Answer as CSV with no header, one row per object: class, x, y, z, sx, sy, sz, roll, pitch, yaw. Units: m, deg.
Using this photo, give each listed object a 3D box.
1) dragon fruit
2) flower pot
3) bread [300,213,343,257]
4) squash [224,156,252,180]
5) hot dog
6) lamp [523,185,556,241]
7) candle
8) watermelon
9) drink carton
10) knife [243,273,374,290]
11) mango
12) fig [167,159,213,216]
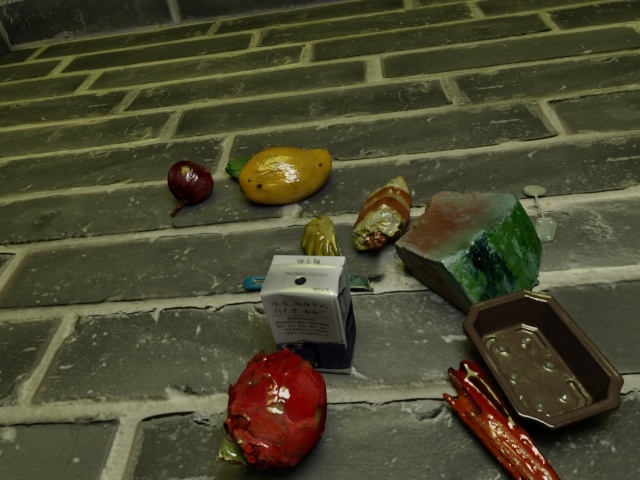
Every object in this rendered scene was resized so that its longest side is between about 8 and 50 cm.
dragon fruit,-0.071,0.268,0.782,0.172,0.172,0.210,8,47,20
flower pot,0.361,0.208,0.822,0.178,0.084,0.251,-16,41,-5
bread,0.000,0.000,1.139,0.094,0.083,0.157,-15,41,14
squash,-0.171,-0.208,1.404,0.218,0.068,0.078,1,63,12
hot dog,0.152,-0.056,1.138,0.146,0.103,0.213,-32,19,45
lamp,0.512,-0.071,1.143,0.050,0.056,0.198,1,32,15
candle,0.291,0.308,0.744,0.084,0.059,0.302,-34,44,-4
watermelon,0.294,0.006,1.006,0.301,0.151,0.264,27,54,34
drink carton,-0.014,0.135,0.876,0.134,0.223,0.102,2,43,14
knife,-0.030,0.094,1.073,0.296,0.026,0.044,-2,54,10
mango,-0.092,-0.180,1.303,0.261,0.109,0.157,-17,75,-1
fig,-0.375,-0.156,1.350,0.150,0.129,0.128,-35,47,-28
